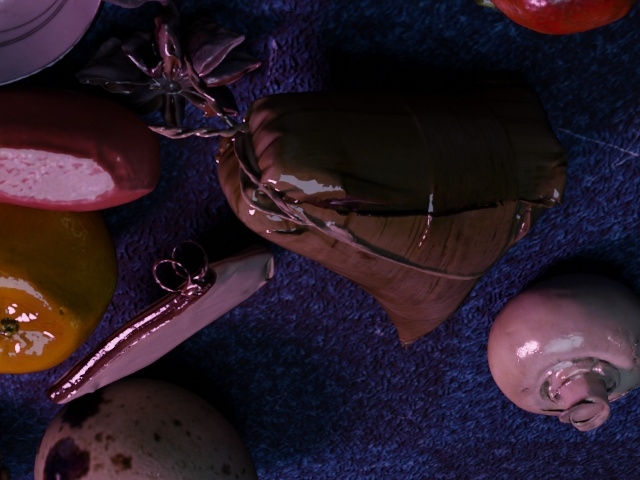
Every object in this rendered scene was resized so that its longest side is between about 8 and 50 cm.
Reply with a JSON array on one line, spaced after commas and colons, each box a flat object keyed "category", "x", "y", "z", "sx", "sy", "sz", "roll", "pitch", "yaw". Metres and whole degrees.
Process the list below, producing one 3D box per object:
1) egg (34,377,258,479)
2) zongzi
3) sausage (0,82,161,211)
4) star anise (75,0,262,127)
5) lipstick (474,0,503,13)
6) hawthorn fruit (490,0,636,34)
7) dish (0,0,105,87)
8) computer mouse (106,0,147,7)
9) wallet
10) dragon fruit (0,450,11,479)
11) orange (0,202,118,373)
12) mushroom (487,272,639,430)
[{"category": "egg", "x": -0.243, "y": 0.351, "z": 2.069, "sx": 0.287, "sy": 0.288, "sz": 0.379, "roll": -23, "pitch": 148, "yaw": 15}, {"category": "zongzi", "x": 0.008, "y": 0.017, "z": 1.749, "sx": 0.499, "sy": 0.218, "sz": 0.467, "roll": -2, "pitch": 136, "yaw": -29}, {"category": "sausage", "x": -0.305, "y": -0.105, "z": 1.625, "sx": 0.254, "sy": 0.148, "sz": 0.148, "roll": 6, "pitch": 135, "yaw": -8}, {"category": "star anise", "x": -0.173, "y": -0.209, "z": 1.640, "sx": 0.209, "sy": 0.089, "sz": 0.231, "roll": 1, "pitch": 142, "yaw": -22}, {"category": "lipstick", "x": 0.235, "y": -0.272, "z": 1.672, "sx": 0.116, "sy": 0.037, "sz": 0.037, "roll": 9, "pitch": 134, "yaw": -12}, {"category": "hawthorn fruit", "x": 0.275, "y": -0.306, "z": 1.556, "sx": 0.200, "sy": 0.179, "sz": 0.179, "roll": 6, "pitch": 139, "yaw": -43}, {"category": "dish", "x": -0.380, "y": -0.306, "z": 1.501, "sx": 0.316, "sy": 0.106, "sz": 0.316, "roll": -6, "pitch": 135, "yaw": -6}, {"category": "computer mouse", "x": -0.232, "y": -0.301, "z": 1.426, "sx": 0.229, "sy": 0.068, "sz": 0.113, "roll": 10, "pitch": 114, "yaw": -45}, {"category": "wallet", "x": -0.196, "y": 0.095, "z": 1.873, "sx": 0.335, "sy": 0.068, "sz": 0.275, "roll": -39, "pitch": 169, "yaw": 27}, {"category": "dragon fruit", "x": -0.556, "y": 0.394, "z": 2.126, "sx": 0.218, "sy": 0.198, "sz": 0.273, "roll": 23, "pitch": 132, "yaw": 5}, {"category": "orange", "x": -0.384, "y": 0.036, "z": 1.754, "sx": 0.279, "sy": 0.235, "sz": 0.279, "roll": -1, "pitch": 139, "yaw": -1}, {"category": "mushroom", "x": 0.356, "y": 0.166, "z": 2.025, "sx": 0.246, "sy": 0.202, "sz": 0.246, "roll": -5, "pitch": 147, "yaw": -3}]
